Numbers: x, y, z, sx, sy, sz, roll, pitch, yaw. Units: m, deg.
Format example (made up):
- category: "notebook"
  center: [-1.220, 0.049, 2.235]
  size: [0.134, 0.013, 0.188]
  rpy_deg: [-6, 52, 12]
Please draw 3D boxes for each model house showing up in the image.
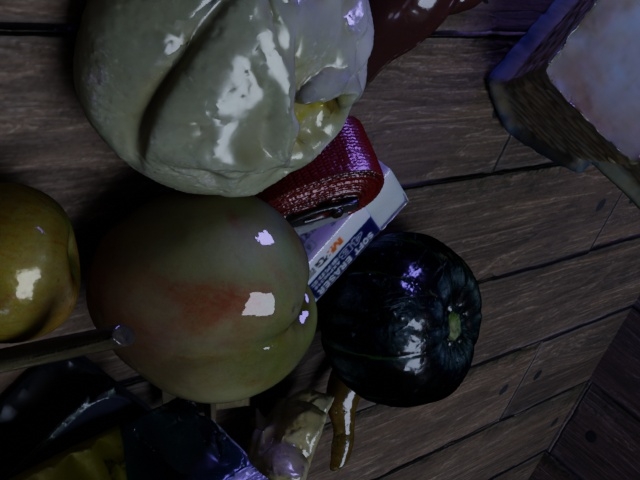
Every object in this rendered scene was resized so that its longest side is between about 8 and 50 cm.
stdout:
- category: "model house"
  center: [0.555, -0.258, 1.827]
  size: [0.395, 0.445, 0.400]
  rpy_deg: [-51, -171, -8]

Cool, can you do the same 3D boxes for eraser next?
- category: "eraser"
  center: [0.000, 0.000, 1.666]
  size: [0.287, 0.086, 0.130]
  rpy_deg: [-48, 152, -4]

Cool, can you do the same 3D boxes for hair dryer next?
- category: "hair dryer"
  center: [0.137, -0.303, 1.526]
  size: [0.312, 0.123, 0.340]
  rpy_deg: [-53, 163, 28]

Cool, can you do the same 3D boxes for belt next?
- category: "belt"
  center: [-0.017, -0.076, 1.464]
  size: [0.201, 0.124, 0.128]
  rpy_deg: [-19, 153, -6]

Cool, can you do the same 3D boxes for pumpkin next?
- category: "pumpkin"
  center: [0.124, 0.133, 1.841]
  size: [0.315, 0.239, 0.315]
  rpy_deg: [-28, 124, -51]

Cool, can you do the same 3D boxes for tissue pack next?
- category: "tissue pack"
  center: [-0.272, 0.413, 1.361]
  size: [0.417, 0.253, 0.264]
  rpy_deg: [-23, 140, -40]

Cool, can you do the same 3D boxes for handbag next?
- category: "handbag"
  center: [-0.362, 0.328, 1.520]
  size: [0.303, 0.122, 0.329]
  rpy_deg: [-46, 149, -9]

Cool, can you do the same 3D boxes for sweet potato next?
- category: "sweet potato"
  center: [0.073, 0.249, 2.003]
  size: [0.108, 0.079, 0.346]
  rpy_deg: [34, 74, -28]

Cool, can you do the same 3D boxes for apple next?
- category: "apple"
  center: [-0.340, 0.024, 1.167]
  size: [0.155, 0.182, 0.182]
  rpy_deg: [-8, 140, -5]

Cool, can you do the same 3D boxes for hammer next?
- category: "hammer"
  center: [-0.347, 0.127, 1.159]
  size: [0.365, 0.043, 0.111]
  rpy_deg: [-14, 164, 29]

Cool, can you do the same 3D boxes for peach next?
- category: "peach"
  center: [-0.148, 0.067, 1.353]
  size: [0.292, 0.247, 0.292]
  rpy_deg: [1, 151, 0]

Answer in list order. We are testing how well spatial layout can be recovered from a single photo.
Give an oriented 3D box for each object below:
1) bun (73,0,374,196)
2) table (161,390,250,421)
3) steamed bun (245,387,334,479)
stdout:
- category: "bun"
  center: [-0.081, -0.200, 1.203]
  size: [0.365, 0.219, 0.365]
  rpy_deg: [-34, 144, -30]
- category: "table"
  center: [-0.167, 0.196, 1.607]
  size: [0.167, 0.167, 0.226]
  rpy_deg: [-33, 153, -26]
- category: "steamed bun"
  center: [-0.082, 0.389, 1.883]
  size: [0.292, 0.137, 0.295]
  rpy_deg: [-11, 120, -88]
